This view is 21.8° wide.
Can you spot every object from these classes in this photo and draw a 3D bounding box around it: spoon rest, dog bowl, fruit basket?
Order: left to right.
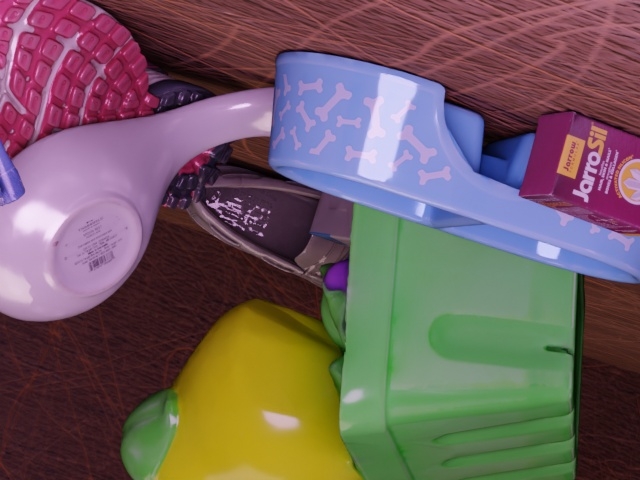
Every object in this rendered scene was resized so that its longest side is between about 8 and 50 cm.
[{"bbox_3d":[-0.120,-0.037,1.153,0.276,0.137,0.084,-27,-141,-26],"label":"spoon rest"},{"bbox_3d":[0.028,0.093,1.341,0.392,0.283,0.392,5,161,2],"label":"fruit basket"},{"bbox_3d":[0.102,-0.043,1.105,0.297,0.074,0.166,17,176,-10],"label":"dog bowl"}]

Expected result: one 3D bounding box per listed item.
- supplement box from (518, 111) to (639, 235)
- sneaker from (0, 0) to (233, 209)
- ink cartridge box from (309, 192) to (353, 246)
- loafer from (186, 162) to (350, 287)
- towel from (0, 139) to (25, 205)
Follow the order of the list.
[{"bbox_3d":[0.170,-0.040,1.005,0.083,0.055,0.043,18,175,-20],"label":"supplement box"},{"bbox_3d":[-0.179,-0.102,1.186,0.112,0.121,0.299,30,178,28],"label":"sneaker"},{"bbox_3d":[0.094,-0.005,1.725,0.181,0.061,0.104,19,176,-25],"label":"ink cartridge box"},{"bbox_3d":[0.000,0.000,1.850,0.319,0.112,0.111,18,-176,-1],"label":"loafer"},{"bbox_3d":[-0.293,-0.109,1.085,0.034,0.209,0.285,-30,-166,-30],"label":"towel"}]
